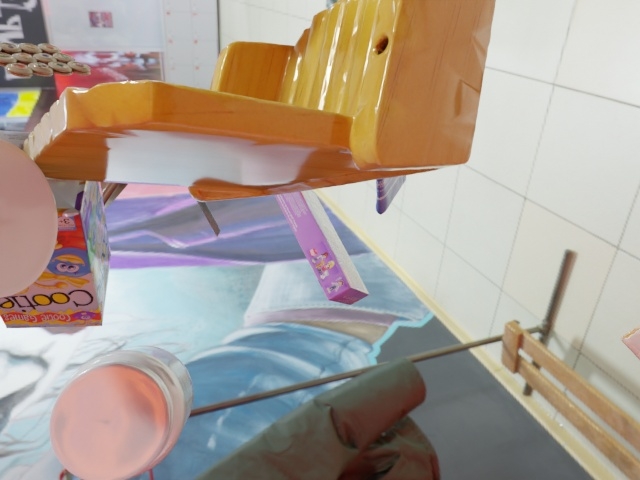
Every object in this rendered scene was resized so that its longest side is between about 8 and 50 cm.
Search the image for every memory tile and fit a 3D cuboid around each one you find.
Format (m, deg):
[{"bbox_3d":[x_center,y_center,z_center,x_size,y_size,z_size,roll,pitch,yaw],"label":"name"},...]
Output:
[{"bbox_3d":[-0.476,-0.304,0.848,0.113,0.148,0.012,33,120,14],"label":"memory tile"}]

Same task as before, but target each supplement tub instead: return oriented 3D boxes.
[{"bbox_3d":[-0.386,0.337,1.026,0.325,0.235,0.236,136,125,-77],"label":"supplement tub"},{"bbox_3d":[-0.337,-0.013,0.404,0.144,0.199,0.145,-3,-90,-75],"label":"supplement tub"}]

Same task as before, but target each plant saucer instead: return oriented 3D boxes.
[{"bbox_3d":[-0.430,-0.184,1.160,0.278,0.041,0.278,-47,18,20],"label":"plant saucer"},{"bbox_3d":[-0.265,-0.089,1.114,0.067,0.018,0.192,53,168,38],"label":"plant saucer"}]

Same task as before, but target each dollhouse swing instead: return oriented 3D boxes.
[{"bbox_3d":[-0.074,-0.181,0.501,0.346,0.304,0.315,-1,75,54],"label":"dollhouse swing"}]

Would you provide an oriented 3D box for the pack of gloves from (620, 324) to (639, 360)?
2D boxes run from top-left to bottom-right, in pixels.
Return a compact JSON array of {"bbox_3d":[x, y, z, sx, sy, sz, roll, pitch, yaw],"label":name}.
[{"bbox_3d":[0.407,0.121,0.410,0.232,0.195,0.046,49,-160,-6],"label":"pack of gloves"}]

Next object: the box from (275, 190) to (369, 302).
[{"bbox_3d":[0.000,0.000,1.136,0.293,0.057,0.201,62,-171,17],"label":"box"}]

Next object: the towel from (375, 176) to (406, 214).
[{"bbox_3d":[0.163,-0.260,1.261,0.243,0.040,0.336,-52,-40,-54],"label":"towel"}]

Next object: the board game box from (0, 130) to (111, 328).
[{"bbox_3d":[-0.393,-0.003,0.729,0.275,0.144,0.142,109,156,-49],"label":"board game box"}]
